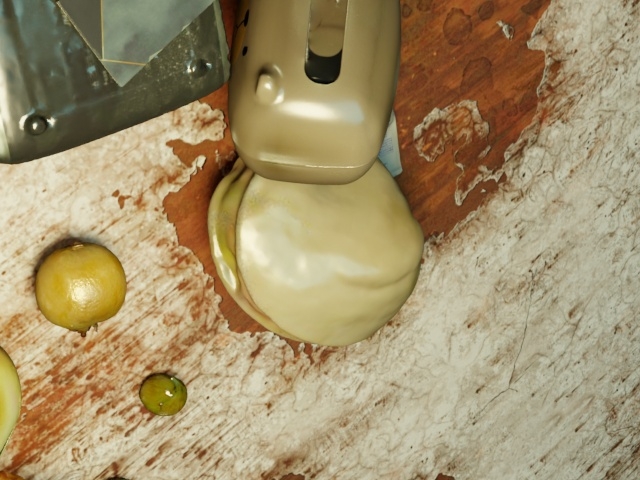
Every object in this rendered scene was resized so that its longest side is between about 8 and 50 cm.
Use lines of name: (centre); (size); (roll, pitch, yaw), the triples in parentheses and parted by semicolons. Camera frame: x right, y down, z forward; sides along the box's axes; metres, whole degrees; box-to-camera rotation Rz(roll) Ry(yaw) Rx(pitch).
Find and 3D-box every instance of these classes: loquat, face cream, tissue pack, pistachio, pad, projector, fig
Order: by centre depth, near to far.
pad: (-0.233, -0.348, 1.623); (0.243, 0.004, 0.163); (-47, 132, -13)
projector: (-0.358, -0.357, 1.681); (0.405, 0.242, 0.395); (-24, 122, -27)
tissue pack: (-0.007, -0.296, 1.851); (0.268, 0.277, 0.387); (7, 74, -2)
loquat: (-0.392, 0.076, 1.921); (0.163, 0.137, 0.163); (-14, 109, -47)
pistachio: (0.000, 0.000, 2.082); (0.446, 0.281, 0.365); (29, 72, -36)
fig: (-0.275, 0.278, 2.126); (0.082, 0.098, 0.084); (-46, 112, -39)
face cream: (0.101, -0.192, 2.227); (0.114, 0.070, 0.224); (-30, 138, -22)

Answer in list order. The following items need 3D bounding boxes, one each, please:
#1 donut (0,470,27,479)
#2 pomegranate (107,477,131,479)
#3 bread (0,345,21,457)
donut: (-0.523, 0.577, 1.911); (0.163, 0.378, 0.435); (20, 93, -54)
pomegranate: (-0.377, 0.492, 2.144); (0.130, 0.130, 0.130); (-16, 119, -31)
bread: (-0.565, 0.234, 1.866); (0.156, 0.158, 0.260); (-20, 121, -41)
